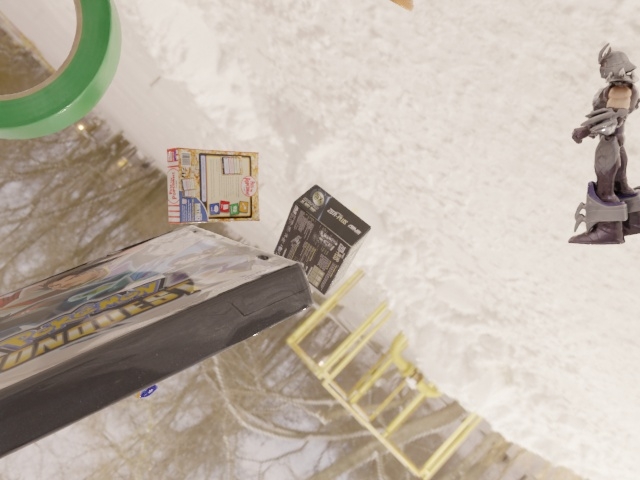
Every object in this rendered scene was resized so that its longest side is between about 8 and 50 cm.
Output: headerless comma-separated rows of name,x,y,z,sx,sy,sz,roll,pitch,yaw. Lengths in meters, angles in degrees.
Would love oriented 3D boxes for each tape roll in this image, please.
tape roll,-0.468,-0.316,0.944,0.321,0.321,0.077,45,174,-2

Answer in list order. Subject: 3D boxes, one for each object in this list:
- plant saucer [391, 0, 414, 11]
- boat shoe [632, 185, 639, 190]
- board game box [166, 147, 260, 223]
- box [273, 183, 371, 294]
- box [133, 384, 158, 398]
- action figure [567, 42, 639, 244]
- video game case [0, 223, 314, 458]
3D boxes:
plant saucer,0.121,-0.563,1.371,0.200,0.037,0.200,26,-157,-12
boat shoe,0.670,-0.064,1.077,0.102,0.108,0.301,24,172,-31
board game box,-0.212,-0.109,1.274,0.193,0.146,0.045,-3,-176,-42
box,0.000,0.000,1.291,0.147,0.077,0.180,39,141,12
box,-0.461,0.333,1.522,0.136,0.028,0.081,18,-160,8
action figure,0.418,-0.140,0.916,0.099,0.185,0.285,3,104,37
video game case,-0.177,0.061,0.429,0.248,0.275,0.035,14,125,63
